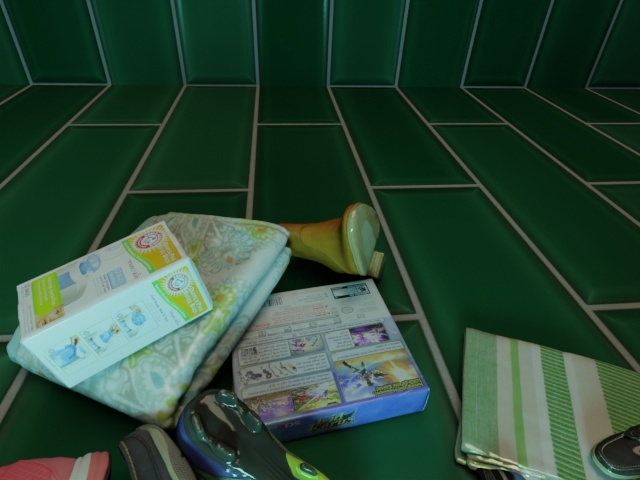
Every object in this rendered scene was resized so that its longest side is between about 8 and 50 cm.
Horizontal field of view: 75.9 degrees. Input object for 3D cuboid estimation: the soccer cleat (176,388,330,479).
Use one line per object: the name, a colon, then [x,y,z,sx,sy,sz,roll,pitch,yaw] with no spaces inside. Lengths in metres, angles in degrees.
soccer cleat: [-0.055,0.294,0.470,0.289,0.121,0.093,43,46,13]

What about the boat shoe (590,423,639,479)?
boat shoe: [0.418,0.258,0.523,0.152,0.049,0.056,-9,37,-14]

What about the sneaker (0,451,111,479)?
sneaker: [-0.295,0.343,0.354,0.136,0.115,0.313,11,30,-12]

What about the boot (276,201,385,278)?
boot: [0.000,-0.001,0.757,0.211,0.295,0.104,13,74,19]

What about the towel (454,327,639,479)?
towel: [0.370,0.260,0.596,0.325,0.038,0.247,12,37,15]

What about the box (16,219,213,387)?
box: [-0.269,0.077,0.554,0.203,0.103,0.114,-28,44,-20]

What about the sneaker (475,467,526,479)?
sneaker: [0.181,0.343,0.458,0.078,0.067,0.188,1,32,36]

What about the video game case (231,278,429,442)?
video game case: [-0.004,0.179,0.659,0.270,0.061,0.244,-7,36,-11]

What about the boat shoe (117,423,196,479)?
boat shoe: [-0.147,0.335,0.380,0.130,0.132,0.355,-20,41,-28]

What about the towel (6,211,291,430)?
towel: [-0.259,0.087,0.684,0.321,0.090,0.374,8,43,25]
